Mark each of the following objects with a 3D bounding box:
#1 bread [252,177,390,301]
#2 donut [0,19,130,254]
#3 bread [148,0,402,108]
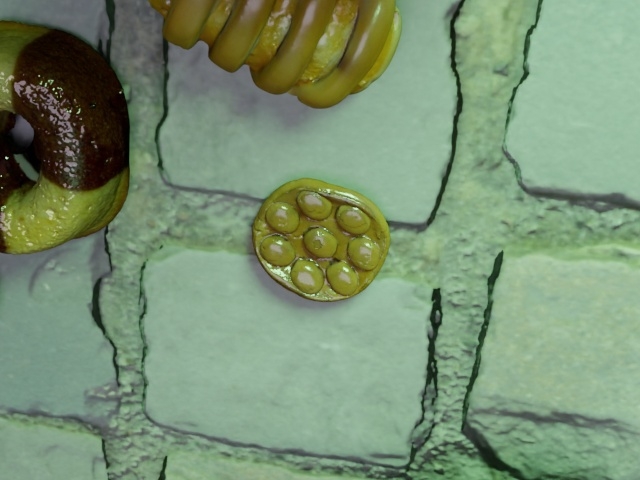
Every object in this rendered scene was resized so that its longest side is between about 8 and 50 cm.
[{"bbox_3d":[0.000,0.000,0.922,0.110,0.024,0.110,3,119,6],"label":"bread"},{"bbox_3d":[-0.227,-0.069,0.893,0.166,0.073,0.184,21,119,0],"label":"donut"},{"bbox_3d":[-0.030,-0.160,0.805,0.177,0.084,0.119,26,121,-11],"label":"bread"}]
